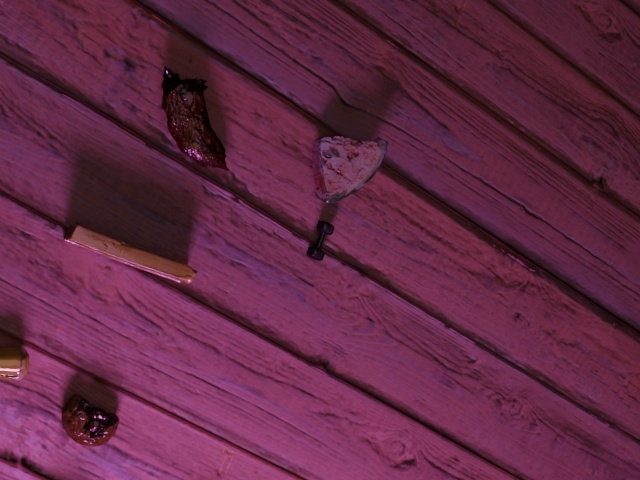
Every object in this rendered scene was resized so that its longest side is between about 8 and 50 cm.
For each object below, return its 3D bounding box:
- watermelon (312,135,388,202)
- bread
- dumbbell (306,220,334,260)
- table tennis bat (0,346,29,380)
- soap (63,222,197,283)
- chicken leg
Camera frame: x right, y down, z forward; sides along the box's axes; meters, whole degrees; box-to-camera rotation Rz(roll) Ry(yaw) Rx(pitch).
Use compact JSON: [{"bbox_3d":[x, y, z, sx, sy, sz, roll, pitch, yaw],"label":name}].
[{"bbox_3d":[0.044,-0.171,2.034,0.187,0.071,0.139,-44,99,-6],"label":"watermelon"},{"bbox_3d":[-0.446,0.353,1.853,0.113,0.060,0.082,31,78,-21],"label":"bread"},{"bbox_3d":[0.000,0.000,2.033,0.040,0.036,0.083,23,83,-19],"label":"dumbbell"},{"bbox_3d":[-0.721,0.218,1.748,0.369,0.054,0.224,2,93,-18],"label":"table tennis bat"},{"bbox_3d":[-0.365,0.028,1.859,0.252,0.092,0.037,22,81,-20],"label":"soap"},{"bbox_3d":[-0.255,-0.237,1.913,0.105,0.063,0.234,-19,100,-15],"label":"chicken leg"}]
